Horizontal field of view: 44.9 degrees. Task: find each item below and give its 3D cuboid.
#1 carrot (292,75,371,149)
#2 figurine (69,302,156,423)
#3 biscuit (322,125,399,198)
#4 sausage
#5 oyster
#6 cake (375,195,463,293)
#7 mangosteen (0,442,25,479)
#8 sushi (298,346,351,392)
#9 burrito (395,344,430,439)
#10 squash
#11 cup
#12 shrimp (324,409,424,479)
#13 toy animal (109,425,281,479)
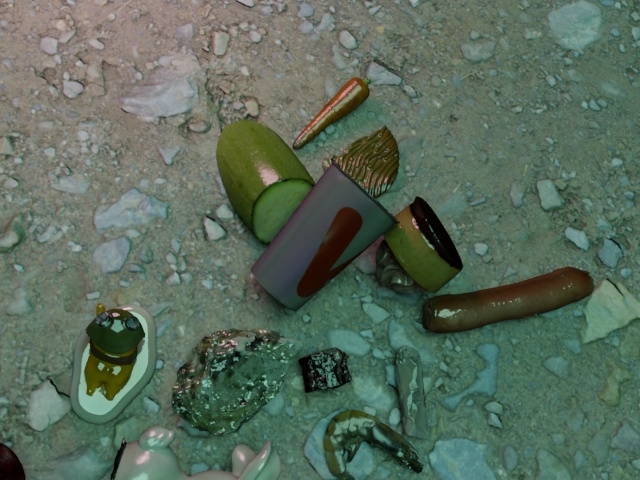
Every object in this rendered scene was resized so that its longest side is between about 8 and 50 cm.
[{"bbox_3d":[0.026,-0.296,1.824,0.061,0.061,0.256,45,80,4],"label":"carrot"},{"bbox_3d":[-0.403,0.228,1.507,0.166,0.141,0.250,15,70,-9],"label":"figurine"},{"bbox_3d":[0.097,-0.181,1.809,0.176,0.031,0.229,21,70,-7],"label":"biscuit"},{"bbox_3d":[0.429,0.136,1.755,0.418,0.094,0.094,-12,105,-16],"label":"sausage"},{"bbox_3d":[-0.175,0.266,1.564,0.198,0.112,0.268,35,66,0],"label":"oyster"},{"bbox_3d":[0.193,0.027,1.700,0.178,0.185,0.208,-29,97,17],"label":"cake"},{"bbox_3d":[-0.624,0.446,1.366,0.209,0.210,0.210,4,72,-12],"label":"mangosteen"},{"bbox_3d":[0.006,0.269,1.609,0.094,0.098,0.084,-9,76,-18],"label":"sushi"},{"bbox_3d":[0.196,0.325,1.658,0.064,0.064,0.203,-2,75,-14],"label":"burrito"},{"bbox_3d":[-0.126,-0.135,1.750,0.189,0.189,0.260,-21,43,-18],"label":"squash"},{"bbox_3d":[0.000,0.000,1.618,0.203,0.203,0.288,44,94,3],"label":"cup"},{"bbox_3d":[0.104,0.448,1.607,0.217,0.051,0.150,30,75,1],"label":"shrimp"},{"bbox_3d":[-0.243,0.471,1.443,0.309,0.183,0.247,15,70,-8],"label":"toy animal"}]
